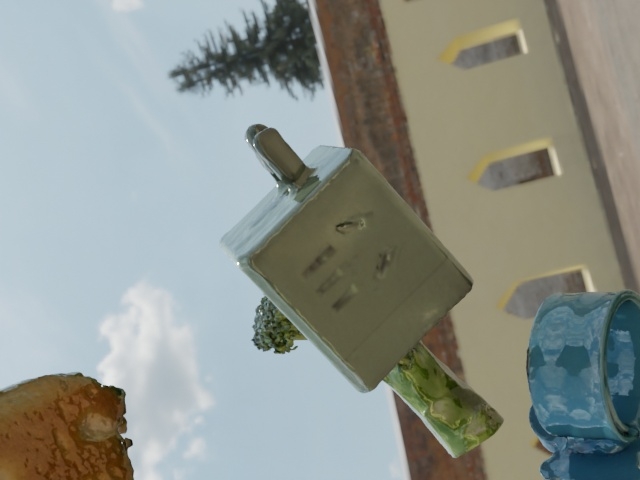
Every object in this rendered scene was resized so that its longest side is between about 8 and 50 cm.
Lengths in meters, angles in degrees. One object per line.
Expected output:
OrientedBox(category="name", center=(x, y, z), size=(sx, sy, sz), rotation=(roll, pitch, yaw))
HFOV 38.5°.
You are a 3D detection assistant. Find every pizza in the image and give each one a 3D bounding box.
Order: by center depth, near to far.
OrientedBox(category="pizza", center=(-0.177, 0.214, 0.577), size=(0.229, 0.081, 0.289), rotation=(45, -152, -15))

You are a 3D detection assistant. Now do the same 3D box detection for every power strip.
OrientedBox(category="power strip", center=(0.000, 0.000, 0.799), size=(0.224, 0.140, 0.139), rotation=(46, 176, -15))

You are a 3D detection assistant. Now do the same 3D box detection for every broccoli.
OrientedBox(category="broccoli", center=(0.071, 0.132, 1.193), size=(0.361, 0.221, 0.252), rotation=(47, -175, 31))

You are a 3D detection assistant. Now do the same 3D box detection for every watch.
OrientedBox(category="watch", center=(0.307, 0.156, 1.015), size=(0.211, 0.211, 0.193), rotation=(-77, -34, -64))
